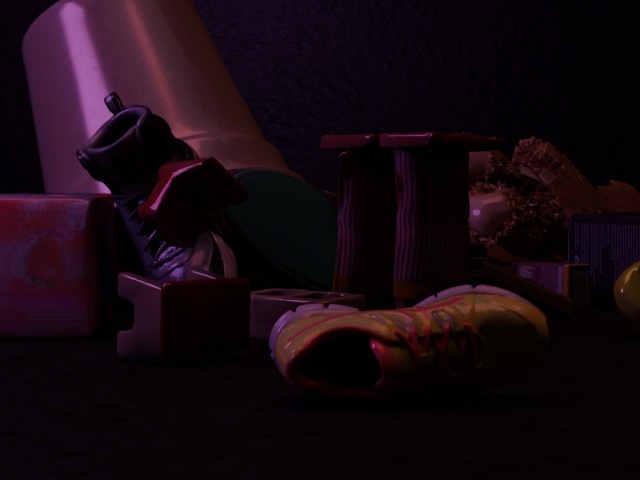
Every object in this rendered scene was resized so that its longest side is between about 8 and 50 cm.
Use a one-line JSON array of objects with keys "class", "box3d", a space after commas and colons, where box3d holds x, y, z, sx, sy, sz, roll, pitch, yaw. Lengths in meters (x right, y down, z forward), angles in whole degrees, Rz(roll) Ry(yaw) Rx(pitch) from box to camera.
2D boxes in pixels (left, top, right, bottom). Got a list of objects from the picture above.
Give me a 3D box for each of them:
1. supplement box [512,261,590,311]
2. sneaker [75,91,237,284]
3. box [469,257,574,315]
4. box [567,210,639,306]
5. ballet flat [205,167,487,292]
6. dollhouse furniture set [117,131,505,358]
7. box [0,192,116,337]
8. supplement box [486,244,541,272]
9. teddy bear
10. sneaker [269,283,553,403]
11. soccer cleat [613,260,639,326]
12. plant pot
[{"class": "supplement box", "box3d": [0.262, 0.052, 1.897, 0.043, 0.055, 0.083, -2, 3, -44]}, {"class": "sneaker", "box3d": [-0.170, -0.030, 1.657, 0.101, 0.269, 0.153, -27, -43, 11]}, {"class": "box", "box3d": [0.153, 0.048, 1.785, 0.164, 0.021, 0.201, 2, -12, 36]}, {"class": "box", "box3d": [0.410, 0.022, 1.931, 0.153, 0.108, 0.207, -2, 4, -31]}, {"class": "ballet flat", "box3d": [-0.002, 0.020, 1.954, 0.182, 0.164, 0.482, -26, -19, 37]}, {"class": "dollhouse furniture set", "box3d": [0.000, 0.000, 1.543, 0.152, 0.201, 0.374, 2, 3, 43]}, {"class": "box", "box3d": [-0.367, 0.024, 1.712, 0.299, 0.142, 0.154, -1, 3, 2]}, {"class": "supplement box", "box3d": [0.170, 0.027, 2.195, 0.233, 0.078, 0.080, 0, 0, 0]}, {"class": "teddy bear", "box3d": [0.276, -0.026, 2.090, 0.338, 0.113, 0.245, 0, 46, -47]}, {"class": "sneaker", "box3d": [0.065, 0.085, 1.205, 0.208, 0.082, 0.094, -7, 10, 3]}, {"class": "soccer cleat", "box3d": [0.389, 0.059, 1.691, 0.289, 0.093, 0.121, -9, -23, -40]}, {"class": "plant pot", "box3d": [-0.219, -0.134, 2.026, 0.333, 0.305, 0.334, -19, -18, -6]}]
